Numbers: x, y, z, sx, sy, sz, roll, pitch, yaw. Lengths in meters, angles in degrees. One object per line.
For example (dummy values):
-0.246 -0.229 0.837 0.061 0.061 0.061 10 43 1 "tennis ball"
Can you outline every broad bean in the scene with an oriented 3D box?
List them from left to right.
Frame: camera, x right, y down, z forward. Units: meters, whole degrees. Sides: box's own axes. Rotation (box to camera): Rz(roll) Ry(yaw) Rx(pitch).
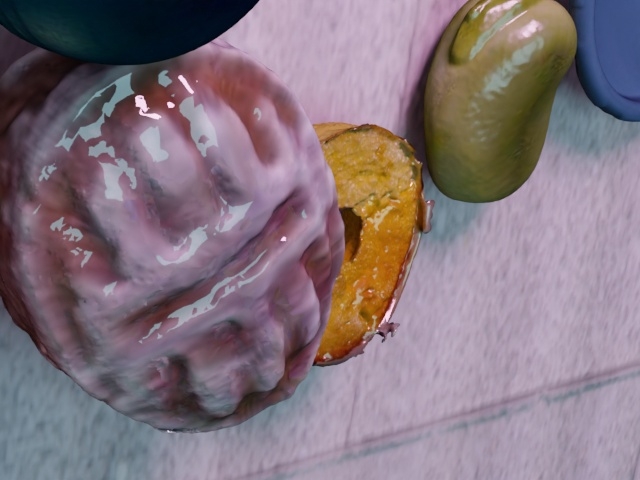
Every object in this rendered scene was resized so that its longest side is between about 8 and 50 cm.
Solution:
0.133 -0.110 1.292 0.124 0.082 0.174 -2 112 -42 "broad bean"

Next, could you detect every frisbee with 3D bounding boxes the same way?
0.278 -0.236 1.384 0.289 0.049 0.289 -29 132 -38 "frisbee"

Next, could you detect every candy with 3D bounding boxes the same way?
-0.102 -0.011 1.069 0.214 0.157 0.289 -39 134 -17 "candy"

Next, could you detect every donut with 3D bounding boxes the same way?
0.009 -0.002 1.243 0.146 0.078 0.181 -2 106 -43 "donut"

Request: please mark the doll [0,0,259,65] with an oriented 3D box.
-0.081 -0.206 0.926 0.322 0.186 0.198 -35 141 -45 "doll"
